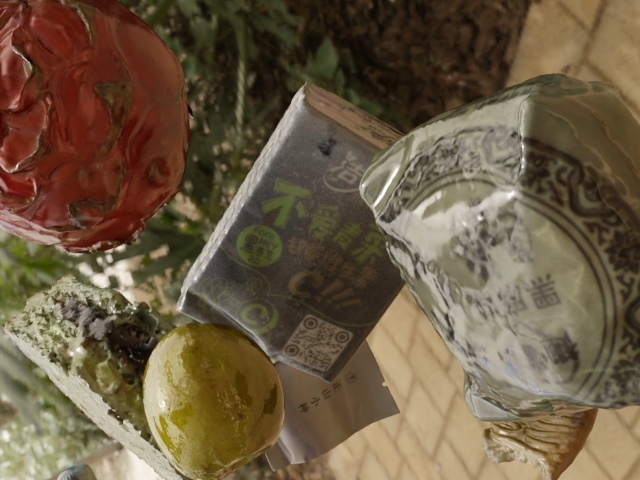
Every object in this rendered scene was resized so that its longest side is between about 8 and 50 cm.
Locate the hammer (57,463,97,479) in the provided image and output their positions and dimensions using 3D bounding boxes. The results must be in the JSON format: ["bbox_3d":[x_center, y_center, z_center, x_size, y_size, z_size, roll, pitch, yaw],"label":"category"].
[{"bbox_3d":[-0.443,0.468,1.860,0.116,0.070,0.194,64,160,0],"label":"hammer"}]

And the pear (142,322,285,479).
[{"bbox_3d":[-0.110,0.163,1.045,0.162,0.149,0.149,69,157,17],"label":"pear"}]

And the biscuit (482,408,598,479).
[{"bbox_3d":[0.220,0.157,1.112,0.031,0.176,0.229,46,171,-33],"label":"biscuit"}]

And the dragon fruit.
[{"bbox_3d":[-0.227,-0.106,0.883,0.252,0.241,0.241,43,178,-38],"label":"dragon fruit"}]

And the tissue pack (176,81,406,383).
[{"bbox_3d":[0.000,0.000,1.511,0.394,0.288,0.124,-57,15,24],"label":"tissue pack"}]

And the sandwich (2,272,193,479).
[{"bbox_3d":[-0.234,0.180,1.277,0.325,0.131,0.262,14,144,55],"label":"sandwich"}]

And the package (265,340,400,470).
[{"bbox_3d":[-0.011,0.272,1.790,0.062,0.251,0.203,-124,9,-74],"label":"package"}]

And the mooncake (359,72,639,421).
[{"bbox_3d":[0.156,0.010,0.759,0.254,0.136,0.250,-23,93,55],"label":"mooncake"}]
